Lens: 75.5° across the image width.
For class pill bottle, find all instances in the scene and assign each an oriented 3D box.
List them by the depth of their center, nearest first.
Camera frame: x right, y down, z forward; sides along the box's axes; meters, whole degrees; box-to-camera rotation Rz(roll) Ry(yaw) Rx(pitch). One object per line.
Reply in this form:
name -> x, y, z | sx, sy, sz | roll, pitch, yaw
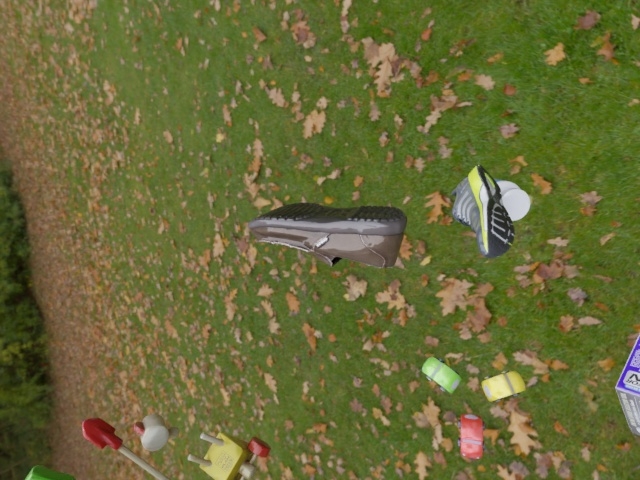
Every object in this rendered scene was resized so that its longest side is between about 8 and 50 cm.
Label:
pill bottle -> 0.541, -0.126, 1.274 | 0.221, 0.124, 0.125 | -104, 14, -77

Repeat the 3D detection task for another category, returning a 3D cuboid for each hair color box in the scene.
hair color box -> 0.807, 0.271, 0.942 | 0.110, 0.339, 0.185 | 10, 142, 56

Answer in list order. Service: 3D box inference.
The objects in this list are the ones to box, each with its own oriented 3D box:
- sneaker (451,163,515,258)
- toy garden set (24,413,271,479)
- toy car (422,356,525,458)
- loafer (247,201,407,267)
sneaker -> 0.418, -0.064, 1.091 | 0.121, 0.111, 0.300 | -43, 26, 41
toy garden set -> -0.188, 0.281, 0.445 | 0.049, 0.244, 0.204 | 4, 61, 60
toy car -> 0.349, 0.371, 1.016 | 0.224, 0.053, 0.239 | 34, 81, 27
loafer -> 0.000, 0.000, 0.864 | 0.365, 0.133, 0.130 | 6, 112, 33
